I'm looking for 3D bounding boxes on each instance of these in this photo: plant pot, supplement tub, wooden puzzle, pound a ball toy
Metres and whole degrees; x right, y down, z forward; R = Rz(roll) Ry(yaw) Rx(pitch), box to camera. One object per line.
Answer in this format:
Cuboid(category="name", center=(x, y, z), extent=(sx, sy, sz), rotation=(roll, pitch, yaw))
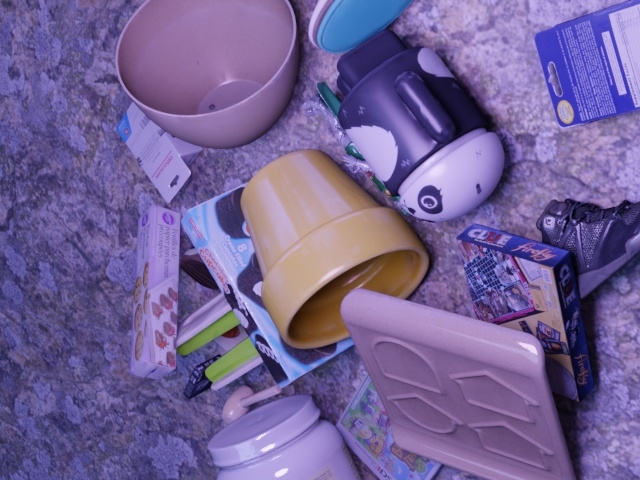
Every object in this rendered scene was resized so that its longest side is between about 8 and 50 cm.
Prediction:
Cuboid(category="plant pot", center=(0.000, 0.000, 1.696), extent=(0.239, 0.254, 0.254), rotation=(58, 136, 26))
Cuboid(category="supplement tub", center=(-0.036, 0.452, 1.890), extent=(0.235, 0.235, 0.325), rotation=(-19, 98, 45))
Cuboid(category="plant pot", center=(-0.156, -0.254, 1.741), extent=(0.284, 0.284, 0.191), rotation=(33, 162, 28))
Cuboid(category="wooden puzzle", center=(0.214, 0.217, 1.625), extent=(0.322, 0.080, 0.348), rotation=(14, 140, 34))
Cuboid(category="pound a ball toy", center=(-0.124, 0.180, 1.973), extent=(0.208, 0.136, 0.319), rotation=(42, 136, -12))

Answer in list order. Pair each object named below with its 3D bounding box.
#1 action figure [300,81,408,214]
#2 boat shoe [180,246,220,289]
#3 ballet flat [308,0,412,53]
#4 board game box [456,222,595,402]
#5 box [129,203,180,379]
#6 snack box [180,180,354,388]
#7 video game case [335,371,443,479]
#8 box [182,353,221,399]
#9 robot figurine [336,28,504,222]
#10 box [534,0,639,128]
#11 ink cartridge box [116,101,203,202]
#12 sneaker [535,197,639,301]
Cuboid(category="action figure", center=(0.065, -0.130, 1.676), extent=(0.063, 0.137, 0.232), rotation=(-43, 79, 2))
Cuboid(category="boat shoe", center=(-0.167, 0.022, 1.962), extent=(0.095, 0.095, 0.257), rotation=(44, 157, -15))
Cuboid(category="ballet flat", center=(0.110, -0.426, 1.513), extent=(0.139, 0.139, 0.400), rotation=(54, 130, 12))
Cuboid(category="board game box", center=(0.287, 0.101, 1.540), extent=(0.165, 0.042, 0.243), rotation=(19, 138, 43))
Cuboid(category="box", center=(-0.298, 0.091, 1.998), extent=(0.067, 0.063, 0.324), rotation=(-36, 46, 44))
Cuboid(category="snack box", center=(-0.067, 0.057, 1.804), extent=(0.322, 0.187, 0.060), rotation=(58, 150, 8))
Cuboid(category="video game case", center=(0.128, 0.319, 1.850), extent=(0.193, 0.023, 0.212), rotation=(43, 130, 21))
Cuboid(category="box", center=(-0.224, 0.262, 2.118), extent=(0.018, 0.067, 0.083), rotation=(43, 130, 21))
Cuboid(category="robot figurine", center=(0.133, -0.156, 1.547), extent=(0.173, 0.209, 0.278), rotation=(-42, 77, 30))
Cuboid(category="box", center=(0.378, -0.227, 1.384), extent=(0.225, 0.036, 0.136), rotation=(-10, 100, 50))
Cuboid(category="ink cartridge box", center=(-0.284, -0.170, 2.003), extent=(0.180, 0.060, 0.104), rotation=(55, 133, 11))
Cuboid(category="sneaker", center=(0.367, -0.022, 1.451), extent=(0.130, 0.087, 0.227), rotation=(50, 138, 7))
